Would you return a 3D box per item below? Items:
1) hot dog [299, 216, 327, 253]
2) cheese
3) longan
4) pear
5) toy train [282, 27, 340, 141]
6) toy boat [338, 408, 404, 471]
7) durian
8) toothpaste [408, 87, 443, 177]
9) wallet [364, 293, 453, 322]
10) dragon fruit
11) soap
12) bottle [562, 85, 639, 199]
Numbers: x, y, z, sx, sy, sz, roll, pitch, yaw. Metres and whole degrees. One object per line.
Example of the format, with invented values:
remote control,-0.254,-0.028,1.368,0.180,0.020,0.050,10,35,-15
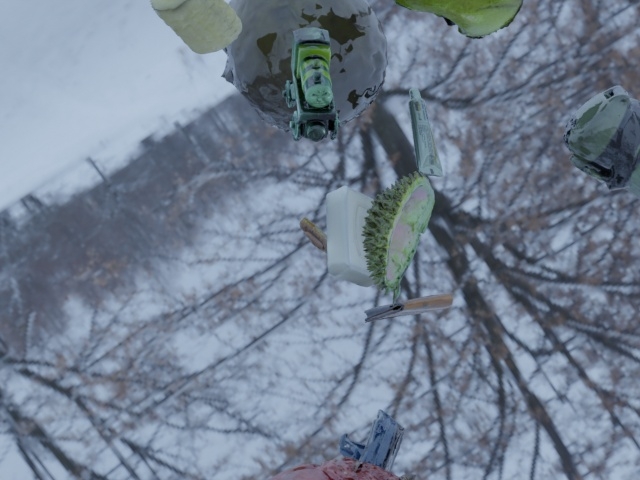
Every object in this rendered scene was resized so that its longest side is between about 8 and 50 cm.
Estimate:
hot dog,-0.001,0.000,2.154,0.028,0.137,0.044,-36,151,-21
cheese,-0.240,-0.442,1.894,0.123,0.093,0.167,-21,151,18
longan,-0.042,-0.420,2.204,0.391,0.391,0.391,-33,-170,7
pear,0.236,-0.504,1.903,0.238,0.256,0.164,45,-63,43
toy train,-0.014,-0.249,1.598,0.083,0.132,0.200,-3,-143,-8
toy boat,0.103,0.542,2.404,0.143,0.129,0.309,16,-129,16
durian,0.112,-0.018,1.612,0.096,0.137,0.220,2,-114,32
toothpaste,0.236,-0.251,2.263,0.037,0.067,0.255,-50,-141,48
wallet,0.219,0.170,2.445,0.161,0.041,0.195,-10,175,-30
dragon fruit,0.057,0.509,1.929,0.329,0.286,0.228,-39,176,-34
soap,0.070,-0.007,1.993,0.064,0.121,0.183,-23,-122,39
bottle,0.584,-0.136,1.668,0.168,0.347,0.168,-63,-176,7
